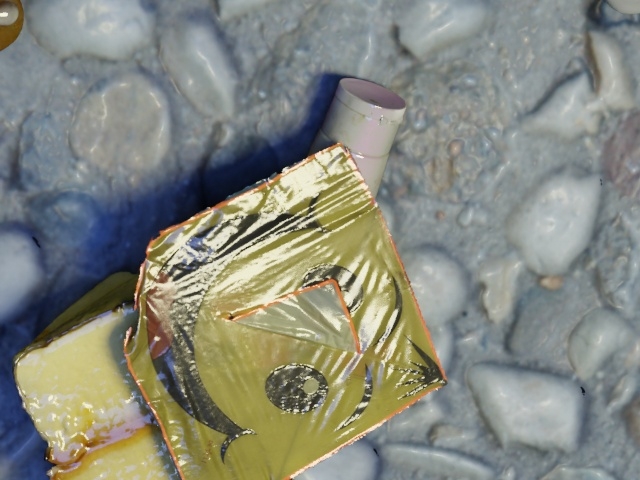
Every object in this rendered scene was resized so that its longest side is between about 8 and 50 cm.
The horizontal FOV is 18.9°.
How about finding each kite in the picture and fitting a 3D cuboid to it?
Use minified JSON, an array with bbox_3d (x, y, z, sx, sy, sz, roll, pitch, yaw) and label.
[{"bbox_3d":[-0.024,0.093,1.770,0.327,0.013,0.377,15,96,-23],"label":"kite"}]

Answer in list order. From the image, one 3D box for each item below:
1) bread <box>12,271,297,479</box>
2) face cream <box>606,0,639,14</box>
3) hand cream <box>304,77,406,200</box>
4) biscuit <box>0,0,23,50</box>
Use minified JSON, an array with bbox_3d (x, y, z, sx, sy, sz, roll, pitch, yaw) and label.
[{"bbox_3d":[-0.160,0.169,1.772,0.178,0.135,0.240,-42,116,-35],"label":"bread"},{"bbox_3d":[0.249,-0.348,1.734,0.144,0.071,0.291,-39,110,5],"label":"face cream"},{"bbox_3d":[0.000,0.000,1.826,0.111,0.070,0.312,16,113,-15],"label":"hand cream"},{"bbox_3d":[-0.420,-0.064,1.690,0.283,0.064,0.432,13,114,-28],"label":"biscuit"}]
